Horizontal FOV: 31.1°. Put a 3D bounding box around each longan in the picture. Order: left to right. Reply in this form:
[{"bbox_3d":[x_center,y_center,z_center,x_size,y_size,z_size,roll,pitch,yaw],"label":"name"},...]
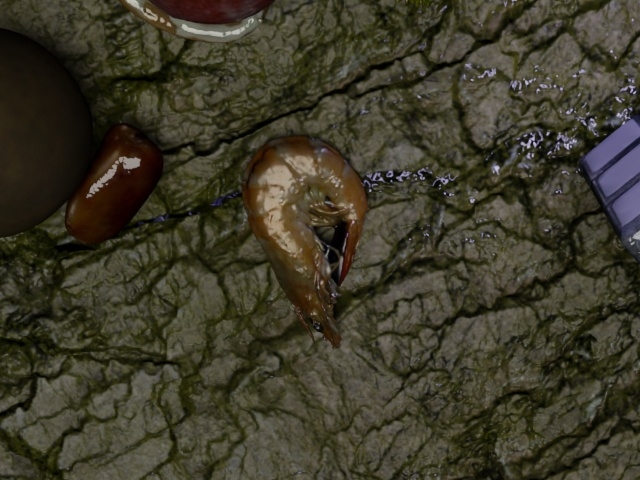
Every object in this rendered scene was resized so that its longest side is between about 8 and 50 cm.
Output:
[{"bbox_3d":[-0.392,-0.130,1.342,0.258,0.258,0.258,1,111,4],"label":"longan"}]

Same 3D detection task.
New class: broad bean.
[{"bbox_3d":[-0.259,-0.064,1.428,0.084,0.114,0.165,46,105,26],"label":"broad bean"}]

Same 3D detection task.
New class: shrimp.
[{"bbox_3d":[0.000,0.000,1.467,0.152,0.063,0.287,-22,106,0],"label":"shrimp"}]

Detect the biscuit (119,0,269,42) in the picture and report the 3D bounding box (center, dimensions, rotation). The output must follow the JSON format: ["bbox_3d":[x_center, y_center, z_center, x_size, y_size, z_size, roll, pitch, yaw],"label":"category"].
[{"bbox_3d":[-0.094,-0.388,1.324,0.287,0.057,0.344,22,111,-4],"label":"biscuit"}]

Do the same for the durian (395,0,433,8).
[{"bbox_3d":[0.109,-0.356,1.233,0.200,0.237,0.176,-36,97,20],"label":"durian"}]

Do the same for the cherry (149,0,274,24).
[{"bbox_3d":[-0.110,-0.359,1.193,0.236,0.213,0.285,24,121,5],"label":"cherry"}]

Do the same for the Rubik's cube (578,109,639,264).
[{"bbox_3d":[0.510,-0.038,1.284,0.301,0.304,0.305,-39,102,17],"label":"Rubik's cube"}]
